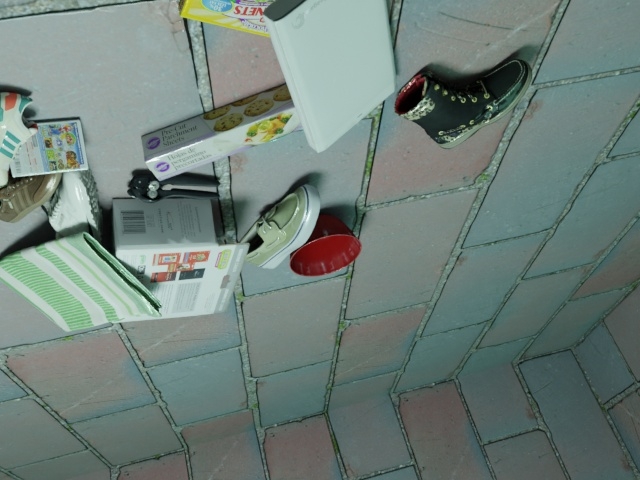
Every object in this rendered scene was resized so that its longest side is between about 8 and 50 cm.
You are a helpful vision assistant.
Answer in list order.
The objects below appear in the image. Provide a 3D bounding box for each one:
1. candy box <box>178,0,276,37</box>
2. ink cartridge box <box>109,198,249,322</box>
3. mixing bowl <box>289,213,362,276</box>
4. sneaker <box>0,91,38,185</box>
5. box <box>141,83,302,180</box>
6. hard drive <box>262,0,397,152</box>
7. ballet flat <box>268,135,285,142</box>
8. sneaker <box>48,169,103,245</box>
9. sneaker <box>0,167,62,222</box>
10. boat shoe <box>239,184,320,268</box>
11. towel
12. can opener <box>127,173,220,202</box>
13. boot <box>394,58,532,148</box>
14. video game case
[{"bbox_3d":[-0.099,-0.361,0.919,0.205,0.027,0.105,2,147,-30],"label":"candy box"},{"bbox_3d":[-0.325,0.049,1.360,0.271,0.130,0.309,-2,146,-23],"label":"ink cartridge box"},{"bbox_3d":[0.000,0.000,1.485,0.181,0.098,0.181,-14,150,-8],"label":"mixing bowl"},{"bbox_3d":[-0.492,-0.160,0.977,0.075,0.057,0.161,-4,123,-30],"label":"sneaker"},{"bbox_3d":[-0.161,-0.201,1.108,0.323,0.067,0.063,-19,148,3],"label":"box"},{"bbox_3d":[0.031,-0.303,0.997,0.203,0.040,0.308,-42,152,-10],"label":"hard drive"},{"bbox_3d":[-0.060,-0.222,1.162,0.114,0.041,0.041,-18,150,0],"label":"ballet flat"},{"bbox_3d":[-0.472,-0.061,1.160,0.094,0.090,0.235,1,144,-12],"label":"sneaker"},{"bbox_3d":[-0.535,-0.092,1.088,0.188,0.066,0.071,-35,145,26],"label":"sneaker"},{"bbox_3d":[-0.099,-0.022,1.395,0.094,0.109,0.302,6,144,-29],"label":"boat shoe"},{"bbox_3d":[-0.513,0.099,1.273,0.324,0.038,0.248,-11,131,32],"label":"towel"},{"bbox_3d":[-0.287,-0.108,1.217,0.186,0.073,0.059,-5,109,-27],"label":"can opener"},{"bbox_3d":[0.274,-0.285,1.183,0.178,0.085,0.236,18,135,-42],"label":"boot"},{"bbox_3d":[-0.463,-0.156,1.031,0.121,0.011,0.087,-8,114,-16],"label":"video game case"}]
